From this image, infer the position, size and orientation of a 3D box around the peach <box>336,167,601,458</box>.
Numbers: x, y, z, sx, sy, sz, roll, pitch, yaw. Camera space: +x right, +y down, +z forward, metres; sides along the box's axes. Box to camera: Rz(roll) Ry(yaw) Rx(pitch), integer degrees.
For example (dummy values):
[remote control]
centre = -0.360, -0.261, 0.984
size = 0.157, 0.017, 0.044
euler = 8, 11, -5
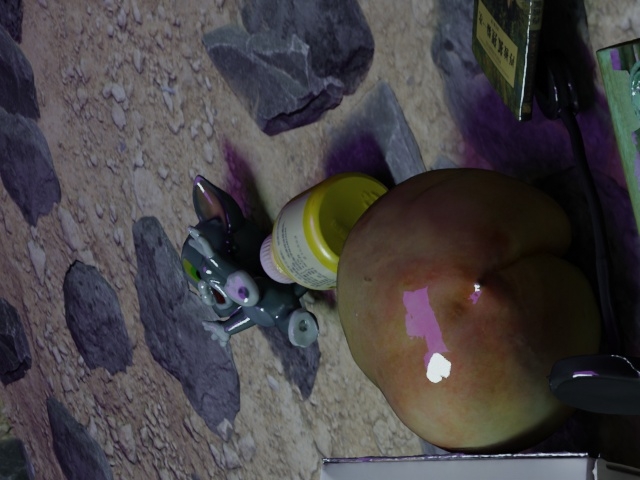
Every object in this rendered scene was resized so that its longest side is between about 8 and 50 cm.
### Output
[peach]
centre = 0.142, 0.069, 1.709
size = 0.292, 0.247, 0.292
euler = -19, -90, -81

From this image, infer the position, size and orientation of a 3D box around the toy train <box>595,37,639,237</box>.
[toy train]
centre = 0.307, -0.053, 1.481
size = 0.189, 0.126, 0.308
euler = -2, 104, 61

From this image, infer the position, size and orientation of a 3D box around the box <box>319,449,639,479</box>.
[box]
centre = 0.171, 0.288, 1.705
size = 0.332, 0.173, 0.145
euler = -7, 73, 37

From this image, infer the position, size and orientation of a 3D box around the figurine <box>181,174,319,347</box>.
[figurine]
centre = -0.095, 0.038, 2.243
size = 0.265, 0.140, 0.193
euler = 16, 144, 43

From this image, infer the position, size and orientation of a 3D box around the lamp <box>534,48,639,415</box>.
[lamp]
centre = 0.218, -0.014, 1.573
size = 0.130, 0.108, 0.371
euler = 91, 167, -68

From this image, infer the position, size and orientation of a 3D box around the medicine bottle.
[medicine bottle]
centre = 0.000, 0.000, 2.061
size = 0.212, 0.121, 0.122
euler = -26, 83, 62

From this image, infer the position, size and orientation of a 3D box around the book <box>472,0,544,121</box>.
[book]
centre = 0.180, -0.248, 1.643
size = 0.160, 0.024, 0.228
euler = -111, 20, -56
